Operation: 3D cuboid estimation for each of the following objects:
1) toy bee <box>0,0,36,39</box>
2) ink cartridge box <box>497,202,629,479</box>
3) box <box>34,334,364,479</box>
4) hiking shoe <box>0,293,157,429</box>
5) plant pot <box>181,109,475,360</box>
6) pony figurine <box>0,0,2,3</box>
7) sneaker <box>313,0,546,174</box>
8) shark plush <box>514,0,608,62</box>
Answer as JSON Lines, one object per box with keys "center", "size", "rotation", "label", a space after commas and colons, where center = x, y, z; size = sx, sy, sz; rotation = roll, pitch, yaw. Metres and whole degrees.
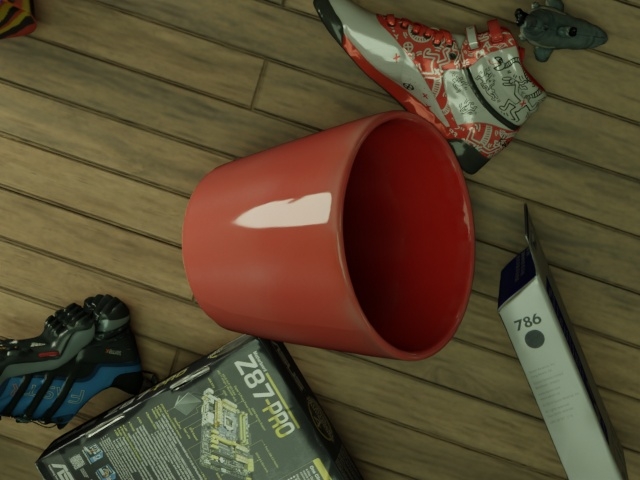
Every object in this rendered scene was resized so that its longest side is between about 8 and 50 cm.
{"center": [-0.480, -0.250, 1.686], "size": [0.298, 0.162, 0.195], "rotation": [-34, 63, -6], "label": "toy bee"}
{"center": [0.265, 0.134, 1.701], "size": [0.065, 0.165, 0.333], "rotation": [-20, 99, 12], "label": "ink cartridge box"}
{"center": [-0.101, 0.343, 1.781], "size": [0.318, 0.097, 0.395], "rotation": [-30, 95, 12], "label": "box"}
{"center": [-0.352, 0.180, 1.782], "size": [0.304, 0.113, 0.132], "rotation": [-22, 108, -9], "label": "hiking shoe"}
{"center": [0.000, 0.000, 1.644], "size": [0.243, 0.275, 0.275], "rotation": [-4, 104, 35], "label": "plant pot"}
{"center": [-0.319, -0.378, 1.542], "size": [0.303, 0.363, 0.351], "rotation": [41, 60, 4], "label": "pony figurine"}
{"center": [0.129, -0.214, 1.676], "size": [0.270, 0.090, 0.145], "rotation": [44, 103, -8], "label": "sneaker"}
{"center": [0.255, -0.238, 1.628], "size": [0.067, 0.161, 0.073], "rotation": [20, 90, 31], "label": "shark plush"}
